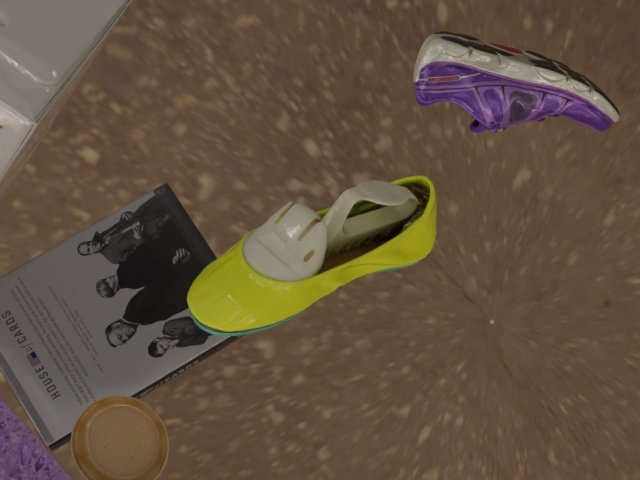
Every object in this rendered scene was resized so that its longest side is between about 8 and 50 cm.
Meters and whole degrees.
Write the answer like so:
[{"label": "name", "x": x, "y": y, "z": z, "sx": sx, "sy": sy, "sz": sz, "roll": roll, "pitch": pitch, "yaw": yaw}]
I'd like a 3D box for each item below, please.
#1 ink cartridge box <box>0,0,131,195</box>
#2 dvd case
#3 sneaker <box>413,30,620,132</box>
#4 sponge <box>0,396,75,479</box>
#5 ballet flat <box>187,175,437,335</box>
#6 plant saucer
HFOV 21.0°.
[{"label": "ink cartridge box", "x": -0.331, "y": -0.138, "z": 1.503, "sx": 0.198, "sy": 0.197, "sz": 0.270, "roll": 36, "pitch": 136, "yaw": -7}, {"label": "dvd case", "x": -0.208, "y": 0.072, "z": 1.707, "sx": 0.239, "sy": 0.029, "sz": 0.179, "roll": -31, "pitch": 71, "yaw": -11}, {"label": "sneaker", "x": 0.150, "y": -0.112, "z": 1.347, "sx": 0.170, "sy": 0.068, "sz": 0.071, "roll": 14, "pitch": 108, "yaw": -14}, {"label": "sponge", "x": -0.257, "y": 0.228, "z": 1.446, "sx": 0.210, "sy": 0.031, "sz": 0.117, "roll": 55, "pitch": 49, "yaw": -29}, {"label": "ballet flat", "x": 0.000, "y": 0.000, "z": 1.279, "sx": 0.077, "sy": 0.231, "sz": 0.077, "roll": 45, "pitch": 136, "yaw": 30}, {"label": "plant saucer", "x": -0.166, "y": 0.169, "z": 1.446, "sx": 0.083, "sy": 0.015, "sz": 0.083, "roll": 1, "pitch": 95, "yaw": 6}]
